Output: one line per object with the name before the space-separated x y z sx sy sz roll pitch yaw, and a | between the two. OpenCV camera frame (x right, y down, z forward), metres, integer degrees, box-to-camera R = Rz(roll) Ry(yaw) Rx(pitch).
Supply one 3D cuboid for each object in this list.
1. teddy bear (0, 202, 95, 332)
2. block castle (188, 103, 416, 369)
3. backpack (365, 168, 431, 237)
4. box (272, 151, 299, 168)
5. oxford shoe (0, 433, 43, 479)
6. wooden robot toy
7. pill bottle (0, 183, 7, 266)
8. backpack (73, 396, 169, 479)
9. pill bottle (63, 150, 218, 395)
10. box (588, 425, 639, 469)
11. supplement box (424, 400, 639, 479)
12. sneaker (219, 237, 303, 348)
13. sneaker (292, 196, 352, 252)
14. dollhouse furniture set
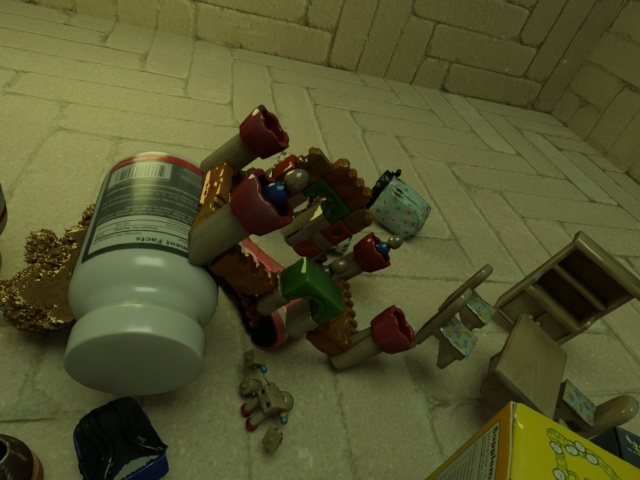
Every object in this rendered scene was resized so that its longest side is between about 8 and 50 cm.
teddy bear | -0.437 0.051 0.775 0.245 0.113 0.338 23 35 -24
block castle | 0.000 0.000 0.749 0.453 0.213 0.303 45 23 -35
backpack | 0.221 -0.096 1.193 0.182 0.152 0.115 39 47 5
box | -0.126 -0.147 1.157 0.063 0.067 0.324 18 38 -2
oxford shoe | -0.527 0.255 0.465 0.364 0.132 0.130 4 42 -17
wooden robot toy | -0.084 0.271 0.702 0.079 0.076 0.173 31 21 -49
pill bottle | -0.627 -0.098 0.620 0.229 0.407 0.229 12 39 -10
backpack | -0.275 0.286 0.558 0.098 0.101 0.120 -18 46 -40
pill bottle | -0.270 0.039 0.666 0.210 0.210 0.363 5 45 -17
box | 0.374 0.400 0.585 0.059 0.232 0.183 28 40 7
supplement box | 0.193 0.378 0.439 0.195 0.356 0.194 28 40 11
sneaker | -0.124 0.082 0.876 0.136 0.116 0.314 -5 51 -42
sneaker | -0.029 -0.085 1.095 0.163 0.106 0.281 -1 44 -19
dollhouse furniture set | 0.459 0.177 0.813 0.362 0.256 0.394 46 38 13
